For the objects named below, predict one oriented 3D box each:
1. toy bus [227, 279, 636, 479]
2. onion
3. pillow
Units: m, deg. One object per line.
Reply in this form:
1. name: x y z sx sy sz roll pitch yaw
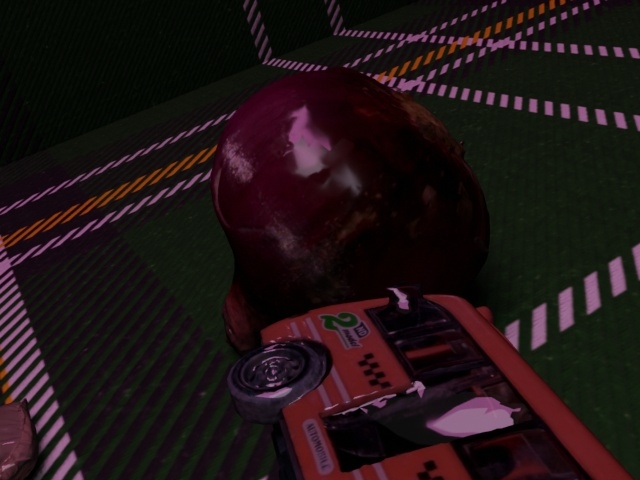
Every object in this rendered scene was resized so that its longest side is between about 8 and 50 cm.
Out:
1. toy bus: 0.089 0.202 0.457 0.233 0.203 0.427 -16 27 -8
2. onion: 0.000 0.000 0.833 0.385 0.348 0.348 -48 20 18
3. pillow: -0.444 0.277 0.778 0.270 0.067 0.173 -28 23 -22
